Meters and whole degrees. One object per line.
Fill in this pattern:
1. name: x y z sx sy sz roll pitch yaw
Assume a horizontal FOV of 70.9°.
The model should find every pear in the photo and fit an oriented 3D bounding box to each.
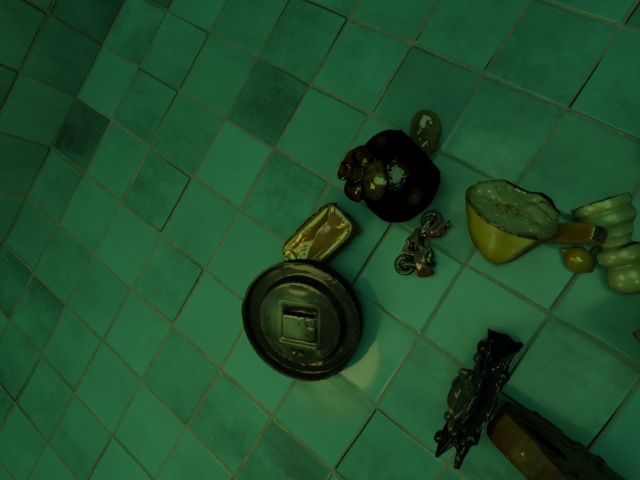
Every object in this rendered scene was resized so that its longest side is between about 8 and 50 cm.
1. pear: 0.472 -0.032 1.188 0.267 0.267 0.178 35 134 21

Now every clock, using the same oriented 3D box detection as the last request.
1. clock: -0.056 0.240 1.371 0.385 0.076 0.387 5 105 20

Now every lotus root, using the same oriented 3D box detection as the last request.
1. lotus root: 0.560 0.524 1.006 0.390 0.375 0.111 35 94 33

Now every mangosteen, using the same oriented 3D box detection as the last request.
1. mangosteen: 0.188 -0.183 1.255 0.233 0.287 0.288 -39 72 26

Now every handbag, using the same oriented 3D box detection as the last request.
1. handbag: 0.388 0.386 1.131 0.118 0.269 0.326 25 94 24

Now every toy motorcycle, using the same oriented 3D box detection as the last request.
1. toy motorcycle: 0.306 0.020 1.302 0.118 0.084 0.213 32 92 30

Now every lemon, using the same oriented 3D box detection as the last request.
1. lemon: 0.666 0.048 1.163 0.092 0.065 0.065 40 100 18

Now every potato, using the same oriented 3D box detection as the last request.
1. potato: 0.310 -0.317 1.337 0.091 0.070 0.138 6 85 24

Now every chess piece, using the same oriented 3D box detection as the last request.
1. chess piece: 0.737 0.014 1.115 0.133 0.133 0.243 -20 85 19

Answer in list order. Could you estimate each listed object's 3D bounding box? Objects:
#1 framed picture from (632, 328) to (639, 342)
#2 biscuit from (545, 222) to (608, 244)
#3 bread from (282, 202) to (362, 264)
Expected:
1. framed picture: 0.884 0.161 0.860 0.446 0.028 0.326 -40 110 19
2. biscuit: 0.624 -0.014 1.127 0.056 0.188 0.052 18 87 -14
3. bread: 0.000 0.000 1.413 0.241 0.107 0.136 -45 74 13
